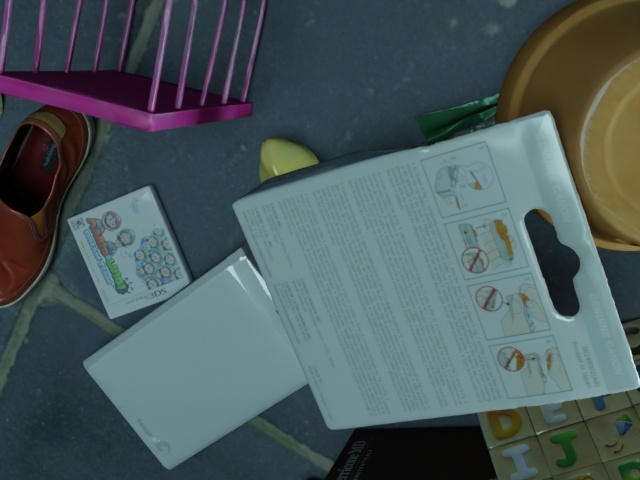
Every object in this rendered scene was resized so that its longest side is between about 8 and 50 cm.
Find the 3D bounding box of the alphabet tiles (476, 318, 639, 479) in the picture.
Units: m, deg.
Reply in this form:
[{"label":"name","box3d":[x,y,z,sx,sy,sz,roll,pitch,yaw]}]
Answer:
[{"label":"alphabet tiles","box3d":[0.336,0.235,1.021,0.285,0.342,0.011,-18,133,6]}]

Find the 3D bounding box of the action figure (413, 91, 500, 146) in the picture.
[{"label":"action figure","box3d":[0.238,-0.136,1.103,0.232,0.063,0.137,-26,91,17]}]

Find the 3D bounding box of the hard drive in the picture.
[{"label":"hard drive","box3d":[-0.157,0.166,1.297,0.307,0.040,0.203,-35,96,21]}]

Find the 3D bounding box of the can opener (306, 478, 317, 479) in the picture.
[{"label":"can opener","box3d":[-0.067,0.464,1.329,0.095,0.076,0.283,19,107,11]}]

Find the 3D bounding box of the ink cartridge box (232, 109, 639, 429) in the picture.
[{"label":"ink cartridge box","box3d":[0.124,0.039,1.033,0.385,0.091,0.308,-15,104,31]}]

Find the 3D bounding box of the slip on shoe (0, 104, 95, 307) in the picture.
[{"label":"slip on shoe","box3d":[-0.419,-0.045,1.303,0.123,0.101,0.331,32,111,6]}]

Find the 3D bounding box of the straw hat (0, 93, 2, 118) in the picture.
[{"label":"straw hat","box3d":[-0.526,-0.197,1.316,0.144,0.144,0.061,-60,40,20]}]

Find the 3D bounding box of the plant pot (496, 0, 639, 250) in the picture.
[{"label":"plant pot","box3d":[0.339,-0.113,0.965,0.291,0.203,0.291,1,105,3]}]

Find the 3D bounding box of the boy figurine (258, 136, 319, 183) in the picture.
[{"label":"boy figurine","box3d":[0.000,0.000,1.190,0.177,0.092,0.285,-34,91,22]}]

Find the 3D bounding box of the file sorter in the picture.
[{"label":"file sorter","box3d":[-0.207,-0.246,1.091,0.202,0.290,0.182,16,104,13]}]

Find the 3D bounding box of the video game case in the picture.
[{"label":"video game case","box3d":[-0.266,0.018,1.313,0.143,0.019,0.157,-20,96,20]}]

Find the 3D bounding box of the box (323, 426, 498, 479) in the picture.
[{"label":"box","box3d":[0.207,0.323,1.152,0.381,0.191,0.143,-7,101,17]}]
